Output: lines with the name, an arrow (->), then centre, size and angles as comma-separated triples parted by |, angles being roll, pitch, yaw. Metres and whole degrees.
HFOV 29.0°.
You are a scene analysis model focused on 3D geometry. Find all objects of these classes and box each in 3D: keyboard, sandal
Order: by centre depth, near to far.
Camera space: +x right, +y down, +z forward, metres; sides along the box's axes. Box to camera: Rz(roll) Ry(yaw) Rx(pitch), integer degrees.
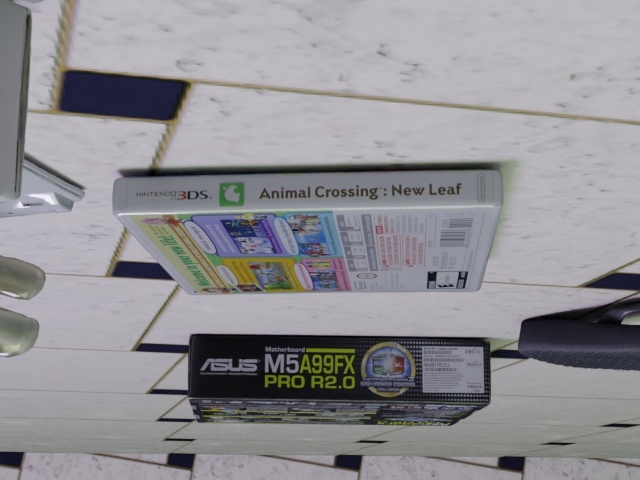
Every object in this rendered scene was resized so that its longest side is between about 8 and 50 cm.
keyboard -> -0.254, -0.022, 0.650 | 0.256, 0.014, 0.072 | -4, 160, 16
sandal -> 0.257, 0.068, 0.939 | 0.254, 0.054, 0.097 | -1, 162, 46

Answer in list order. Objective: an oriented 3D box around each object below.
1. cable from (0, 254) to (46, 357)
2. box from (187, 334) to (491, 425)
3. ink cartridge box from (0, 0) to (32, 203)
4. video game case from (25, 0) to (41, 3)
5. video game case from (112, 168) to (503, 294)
cable -> -0.223, -0.016, 0.339 | 0.287, 0.072, 0.139 | 23, 173, -26
box -> 0.011, 0.138, 1.181 | 0.270, 0.060, 0.216 | 1, 167, -3
ink cartridge box -> -0.201, -0.046, 0.416 | 0.175, 0.072, 0.127 | -11, 161, 37
video game case -> -0.103, -0.133, 0.146 | 0.329, 0.036, 0.300 | 12, 162, -40
video game case -> 0.000, 0.000, 0.705 | 0.193, 0.023, 0.212 | -1, 167, 4
